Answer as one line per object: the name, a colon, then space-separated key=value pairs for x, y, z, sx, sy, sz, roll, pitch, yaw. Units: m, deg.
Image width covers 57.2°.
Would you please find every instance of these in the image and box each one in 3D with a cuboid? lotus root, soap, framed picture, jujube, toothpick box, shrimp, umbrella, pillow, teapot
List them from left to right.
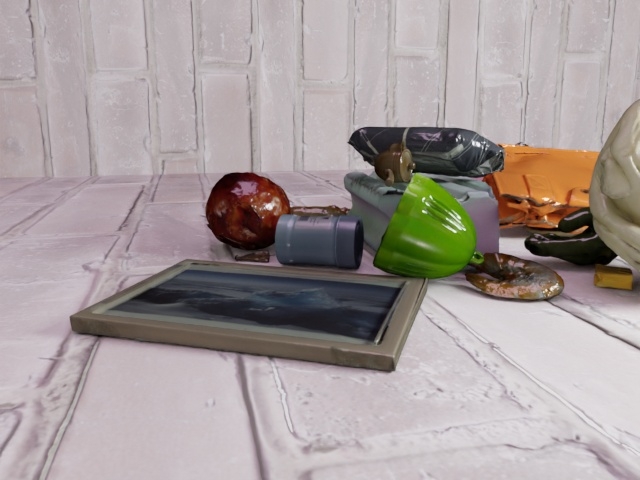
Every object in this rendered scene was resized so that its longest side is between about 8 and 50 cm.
jujube: x=-0.157 y=-0.068 z=1.279 sx=0.183 sy=0.184 sz=0.243 roll=-1 pitch=13 yaw=-6
umbrella: x=-0.131 y=0.033 z=1.176 sx=0.083 sy=0.020 sz=0.031 roll=0 pitch=51 yaw=-1
framed picture: x=-0.081 y=0.092 z=0.874 sx=0.445 sy=0.028 sz=0.326 roll=3 pitch=13 yaw=15
toothpick box: x=0.000 y=0.000 z=1.127 sx=0.153 sy=0.101 sz=0.101 roll=3 pitch=13 yaw=15
shrimp: x=0.004 y=-0.061 z=1.528 sx=0.267 sy=0.061 sz=0.145 roll=-2 pitch=3 yaw=3
teapot: x=0.139 y=-0.145 z=1.150 sx=0.080 sy=0.085 sz=0.110 roll=4 pitch=33 yaw=31
soap: x=0.218 y=-0.059 z=1.268 sx=0.261 sy=0.156 sz=0.446 roll=-3 pitch=12 yaw=-10
pillow: x=0.220 y=-0.187 z=1.249 sx=0.334 sy=0.093 sz=0.161 roll=6 pitch=-8 yaw=32
lotus root: x=0.198 y=-0.002 z=0.994 sx=0.186 sy=0.186 sz=0.186 roll=0 pitch=12 yaw=0
shrimp: x=0.309 y=0.055 z=0.982 sx=0.132 sy=0.052 sz=0.187 roll=-9 pitch=18 yaw=-38

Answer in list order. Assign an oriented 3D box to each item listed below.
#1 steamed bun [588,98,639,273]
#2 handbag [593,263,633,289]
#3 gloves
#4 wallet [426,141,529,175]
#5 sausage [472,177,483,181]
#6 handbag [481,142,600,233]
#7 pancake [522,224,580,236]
steamed bun: x=0.619 y=-0.049 z=0.978 sx=0.346 sy=0.394 sz=0.237 roll=-40 pitch=-10 yaw=-6
handbag: x=0.506 y=0.061 z=1.015 sx=0.061 sy=0.027 sz=0.083 roll=5 pitch=12 yaw=26
gloves: x=0.530 y=-0.009 z=1.133 sx=0.268 sy=0.135 sz=0.107 roll=-12 pitch=38 yaw=-1
wallet: x=0.440 y=-0.183 z=1.750 sx=0.335 sy=0.068 sz=0.275 roll=-3 pitch=-30 yaw=-21
sausage: x=0.481 y=-0.132 z=1.648 sx=0.254 sy=0.148 sz=0.148 roll=-4 pitch=12 yaw=-7
handbag: x=0.611 y=-0.125 z=1.432 sx=0.409 sy=0.116 sz=0.304 roll=4 pitch=32 yaw=3
pancake: x=0.565 y=-0.029 z=1.434 sx=0.139 sy=0.022 sz=0.139 roll=1 pitch=16 yaw=0
